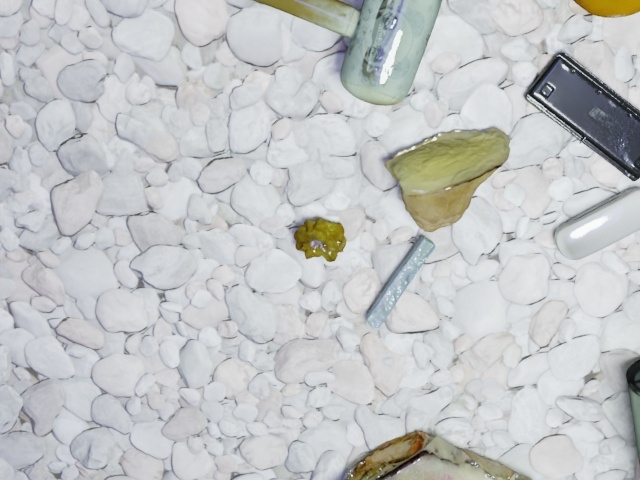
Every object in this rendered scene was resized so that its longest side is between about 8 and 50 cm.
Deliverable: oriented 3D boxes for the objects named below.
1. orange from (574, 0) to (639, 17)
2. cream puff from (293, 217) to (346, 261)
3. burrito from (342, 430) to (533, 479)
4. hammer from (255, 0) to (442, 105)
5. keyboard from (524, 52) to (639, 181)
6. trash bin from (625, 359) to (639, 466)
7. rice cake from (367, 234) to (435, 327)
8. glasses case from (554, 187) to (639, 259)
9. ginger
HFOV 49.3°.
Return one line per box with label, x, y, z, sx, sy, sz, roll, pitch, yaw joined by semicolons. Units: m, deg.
orange;0.416;-0.390;0.968;0.156;0.124;0.156;2;105;7
cream puff;0.000;0.000;1.148;0.083;0.058;0.083;-41;98;12
burrito;0.209;0.435;1.244;0.348;0.107;0.175;19;92;-4
hammer;0.011;-0.334;1.029;0.306;0.113;0.201;21;104;3
keyboard;0.430;-0.188;1.079;0.230;0.025;0.093;36;104;-7
trash bin;0.617;0.330;1.106;0.217;0.277;0.262;-11;98;6
rice cake;0.133;0.072;1.169;0.030;0.042;0.180;30;107;-8
glasses case;0.456;-0.026;1.117;0.164;0.041;0.063;-30;101;12
ginger;0.217;-0.093;1.097;0.193;0.115;0.122;-22;125;2
